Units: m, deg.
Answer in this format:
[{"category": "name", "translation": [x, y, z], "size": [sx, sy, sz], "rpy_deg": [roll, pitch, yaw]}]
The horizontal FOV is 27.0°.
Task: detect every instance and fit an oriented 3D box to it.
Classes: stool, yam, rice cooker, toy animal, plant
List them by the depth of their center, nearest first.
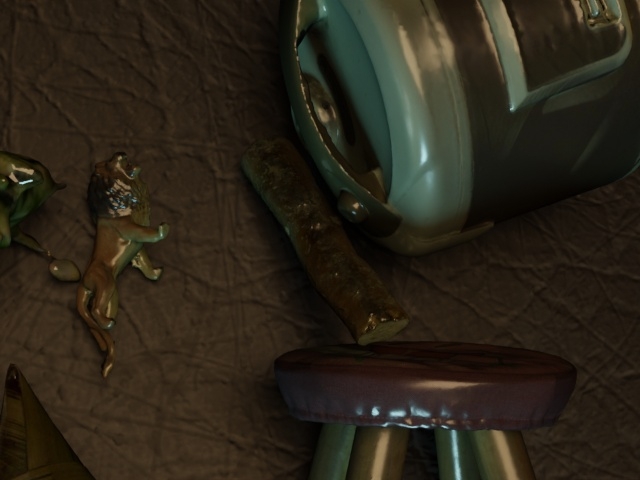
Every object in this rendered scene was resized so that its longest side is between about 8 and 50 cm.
[{"category": "stool", "translation": [0.091, 0.186, 1.203], "size": [0.272, 0.272, 0.178], "rpy_deg": [1, 91, -13]}, {"category": "plant", "translation": [-0.409, -0.044, 1.215], "size": [0.333, 0.180, 0.251], "rpy_deg": [33, 43, 17]}, {"category": "rice cooker", "translation": [0.126, -0.170, 1.255], "size": [0.325, 0.335, 0.335], "rpy_deg": [-17, 81, -16]}, {"category": "yam", "translation": [0.000, 0.000, 1.269], "size": [0.061, 0.061, 0.253], "rpy_deg": [-22, 55, -17]}, {"category": "toy animal", "translation": [-0.186, 0.025, 1.269], "size": [0.086, 0.069, 0.219], "rpy_deg": [2, 68, 3]}]

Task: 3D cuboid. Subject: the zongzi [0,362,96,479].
[{"category": "zongzi", "translation": [-0.175, 0.268, 1.175], "size": [0.286, 0.138, 0.300], "rpy_deg": [8, 74, -14]}]
